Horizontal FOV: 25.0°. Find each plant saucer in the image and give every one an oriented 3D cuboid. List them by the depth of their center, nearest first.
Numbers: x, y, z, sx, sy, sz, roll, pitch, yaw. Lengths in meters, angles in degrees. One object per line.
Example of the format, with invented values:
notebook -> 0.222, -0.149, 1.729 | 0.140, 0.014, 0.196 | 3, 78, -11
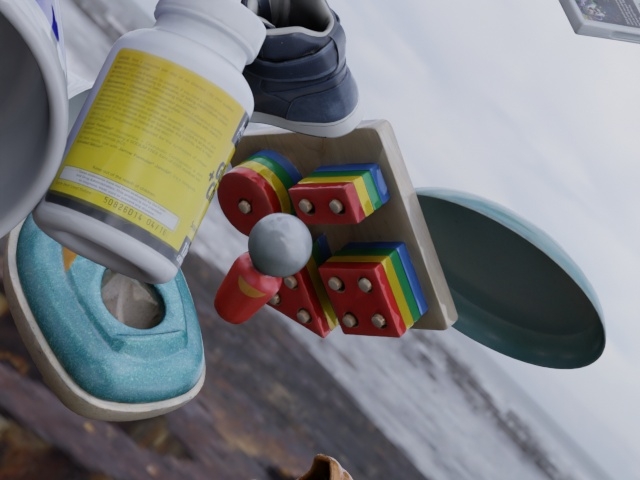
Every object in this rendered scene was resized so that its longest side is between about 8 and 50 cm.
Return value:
plant saucer -> 0.201, 0.038, 1.701 | 0.317, 0.044, 0.318 | 29, -24, 15

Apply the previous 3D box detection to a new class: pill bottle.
pill bottle -> -0.106, -0.072, 0.944 | 0.103, 0.184, 0.103 | 23, -12, 5

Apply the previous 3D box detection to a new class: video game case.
video game case -> 0.354, -0.303, 1.743 | 0.173, 0.022, 0.190 | 5, 45, -23

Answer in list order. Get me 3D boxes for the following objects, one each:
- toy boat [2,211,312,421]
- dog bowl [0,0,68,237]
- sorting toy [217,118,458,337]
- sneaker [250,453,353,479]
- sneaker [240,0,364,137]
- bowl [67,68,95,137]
toy boat -> -0.157, 0.039, 1.443 | 0.318, 0.148, 0.267 | -7, 58, -41
dog bowl -> -0.286, -0.104, 0.869 | 0.265, 0.265, 0.104 | 44, 24, -39
sorting toy -> 0.000, 0.000, 1.670 | 0.255, 0.089, 0.257 | 1, -60, 45
sneaker -> -0.090, 0.311, 1.444 | 0.106, 0.290, 0.123 | 26, -37, 58
sneaker -> -0.081, -0.172, 1.278 | 0.226, 0.086, 0.163 | 6, -30, 15
bowl -> -0.462, -0.161, 2.119 | 0.134, 0.298, 0.298 | 43, 1, 5
